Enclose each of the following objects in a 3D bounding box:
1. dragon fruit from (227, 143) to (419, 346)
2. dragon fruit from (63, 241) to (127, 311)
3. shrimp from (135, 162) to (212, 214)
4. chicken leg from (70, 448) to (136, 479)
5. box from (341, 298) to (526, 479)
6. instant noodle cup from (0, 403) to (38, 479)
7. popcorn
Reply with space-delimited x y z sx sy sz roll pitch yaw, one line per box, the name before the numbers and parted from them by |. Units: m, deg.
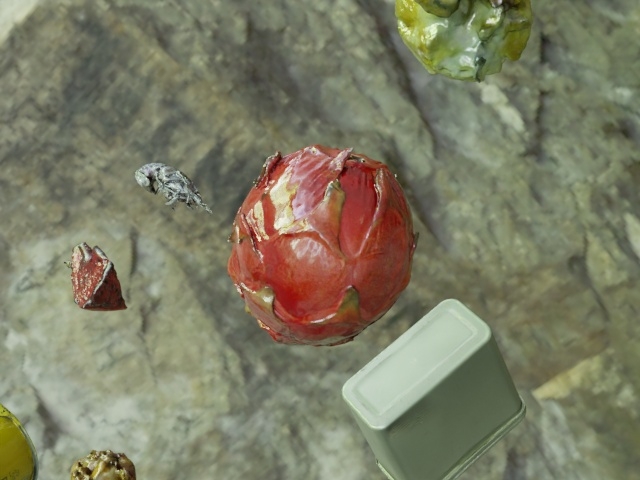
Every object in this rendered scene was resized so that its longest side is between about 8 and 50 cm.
dragon fruit | 0.001 0.007 1.184 0.241 0.252 0.241 40 -178 -2
dragon fruit | -0.478 0.067 2.005 0.192 0.092 0.122 51 154 42
shrimp | -0.250 -0.087 1.685 0.165 0.065 0.056 35 155 28
chicken leg | -0.263 0.344 1.213 0.085 0.101 0.207 -7 -137 -16
box | 0.252 0.355 2.155 0.177 0.352 0.343 42 167 43
instant noodle cup | -0.498 0.313 1.316 0.182 0.182 0.144 48 -148 -1
popcorn | 0.191 -0.312 1.330 0.198 0.198 0.212 57 -171 18
